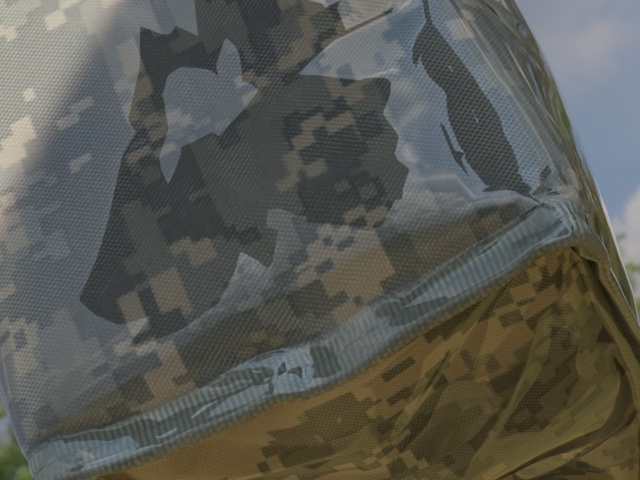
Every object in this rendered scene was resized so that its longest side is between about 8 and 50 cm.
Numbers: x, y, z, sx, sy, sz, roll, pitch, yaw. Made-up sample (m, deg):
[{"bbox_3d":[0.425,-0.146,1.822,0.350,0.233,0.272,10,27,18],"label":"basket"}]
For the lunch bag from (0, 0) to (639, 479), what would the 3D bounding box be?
[{"bbox_3d":[0.000,0.000,0.581,0.169,0.235,0.287,-27,-31,6],"label":"lunch bag"}]
